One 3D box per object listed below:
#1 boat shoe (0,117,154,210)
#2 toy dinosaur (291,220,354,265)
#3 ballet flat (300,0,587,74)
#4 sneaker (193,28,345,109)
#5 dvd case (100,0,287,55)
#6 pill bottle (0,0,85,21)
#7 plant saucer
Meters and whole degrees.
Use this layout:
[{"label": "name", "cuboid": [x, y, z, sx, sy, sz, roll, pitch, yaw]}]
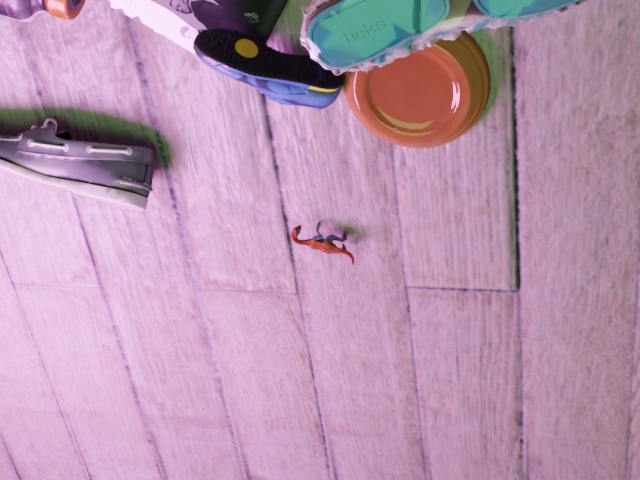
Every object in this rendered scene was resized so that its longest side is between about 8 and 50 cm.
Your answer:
[{"label": "boat shoe", "cuboid": [-0.398, -0.130, 1.583, 0.320, 0.116, 0.099, 16, 86, 13]}, {"label": "toy dinosaur", "cuboid": [0.000, 0.000, 1.564, 0.082, 0.090, 0.047, -2, 115, -21]}, {"label": "ballet flat", "cuboid": [0.164, -0.316, 1.235, 0.409, 0.147, 0.147, -13, 121, 22]}, {"label": "sneaker", "cuboid": [-0.075, -0.218, 1.392, 0.209, 0.069, 0.082, 13, 148, -19]}, {"label": "dvd case", "cuboid": [-0.168, -0.338, 1.380, 0.239, 0.029, 0.179, 29, 129, -6]}, {"label": "pill bottle", "cuboid": [-0.430, -0.366, 1.370, 0.246, 0.130, 0.130, 18, 129, 3]}, {"label": "plant saucer", "cuboid": [0.124, -0.205, 1.390, 0.200, 0.037, 0.200, 8, 128, 10]}]
